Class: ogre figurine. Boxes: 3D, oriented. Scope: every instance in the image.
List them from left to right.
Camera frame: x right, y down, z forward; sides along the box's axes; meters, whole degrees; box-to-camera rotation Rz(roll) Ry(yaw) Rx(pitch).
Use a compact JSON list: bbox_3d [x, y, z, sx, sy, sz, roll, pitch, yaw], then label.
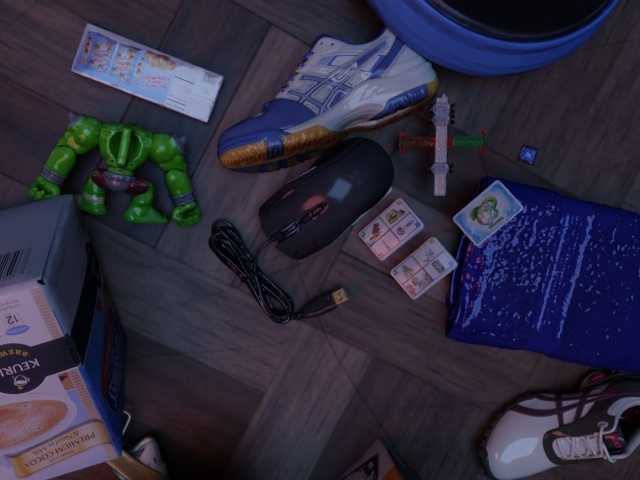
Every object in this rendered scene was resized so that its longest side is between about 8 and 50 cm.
[{"bbox_3d":[-0.241,-0.086,0.791,0.197,0.097,0.118,16,105,2],"label":"ogre figurine"}]

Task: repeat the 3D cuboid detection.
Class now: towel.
[{"bbox_3d":[0.334,0.051,0.894,0.308,0.076,0.227,12,97,-7],"label":"towel"}]

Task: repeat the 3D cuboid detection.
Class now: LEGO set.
[{"bbox_3d":[0.158,-0.069,0.846,0.244,0.060,0.182,-42,83,16],"label":"LEGO set"}]

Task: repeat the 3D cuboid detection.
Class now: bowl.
[{"bbox_3d":[0.217,-0.402,0.793,0.391,0.077,0.390,1,86,-13],"label":"bowl"}]

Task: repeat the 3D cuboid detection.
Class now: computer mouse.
[{"bbox_3d":[0.000,0.000,0.828,0.262,0.060,0.184,-32,100,7],"label":"computer mouse"}]

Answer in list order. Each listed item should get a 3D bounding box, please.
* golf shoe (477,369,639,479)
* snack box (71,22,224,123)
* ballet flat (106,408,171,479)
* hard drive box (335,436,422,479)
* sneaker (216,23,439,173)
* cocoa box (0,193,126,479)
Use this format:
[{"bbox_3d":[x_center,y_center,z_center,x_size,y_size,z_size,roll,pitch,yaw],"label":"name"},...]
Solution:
[{"bbox_3d":[0.350,0.260,0.891,0.273,0.120,0.105,-26,100,-3],"label":"golf shoe"},{"bbox_3d":[-0.217,-0.210,0.818,0.178,0.022,0.064,20,93,-9],"label":"snack box"},{"bbox_3d":[-0.256,0.266,0.834,0.232,0.080,0.073,44,73,-11],"label":"ballet flat"},{"bbox_3d":[0.043,0.396,0.831,0.232,0.181,0.089,-45,99,-2],"label":"hard drive box"},{"bbox_3d":[-0.004,-0.184,0.818,0.297,0.112,0.130,-24,87,-12],"label":"sneaker"},{"bbox_3d":[-0.410,0.129,0.689,0.347,0.231,0.227,-15,118,-8],"label":"cocoa box"}]
